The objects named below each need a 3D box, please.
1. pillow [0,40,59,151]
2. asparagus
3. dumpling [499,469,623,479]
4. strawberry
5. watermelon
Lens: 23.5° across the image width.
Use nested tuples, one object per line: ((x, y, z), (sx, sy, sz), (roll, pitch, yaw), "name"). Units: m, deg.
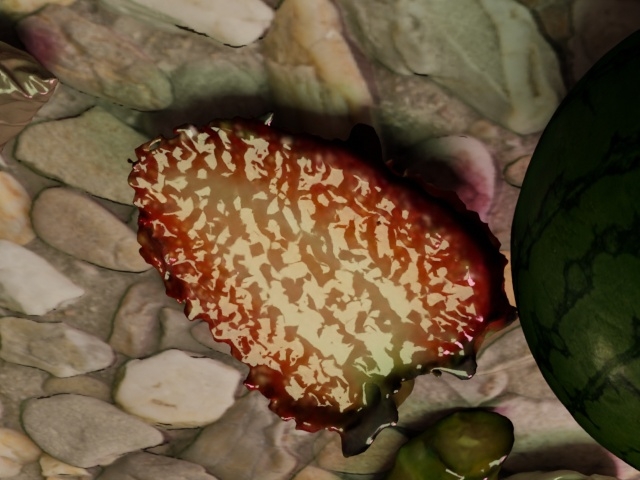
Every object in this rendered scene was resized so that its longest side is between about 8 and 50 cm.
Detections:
((-0.319, -0.144, 1.131), (0.270, 0.067, 0.173), (34, 138, -28), "pillow")
((0.081, 0.270, 1.555), (0.085, 0.082, 0.343), (-12, 154, -38), "asparagus")
((0.231, 0.286, 1.539), (0.181, 0.111, 0.155), (-11, 168, 29), "dumpling")
((0.000, 0.000, 1.236), (0.233, 0.138, 0.306), (-39, 98, 18), "strawberry")
((0.293, 0.006, 1.026), (0.363, 0.363, 0.363), (4, 139, 3), "watermelon")
